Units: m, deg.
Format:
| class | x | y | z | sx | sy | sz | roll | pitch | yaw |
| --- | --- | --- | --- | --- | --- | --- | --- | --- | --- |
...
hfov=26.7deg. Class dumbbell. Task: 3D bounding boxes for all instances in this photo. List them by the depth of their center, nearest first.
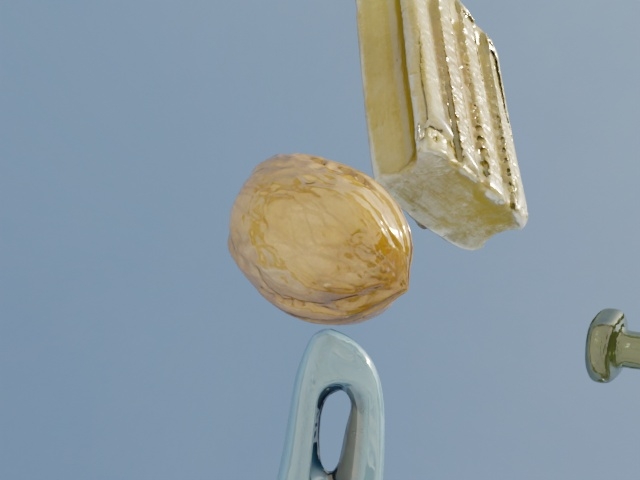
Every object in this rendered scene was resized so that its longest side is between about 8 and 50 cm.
| class | x | y | z | sx | sy | sz | roll | pitch | yaw |
| --- | --- | --- | --- | --- | --- | --- | --- | --- | --- |
| dumbbell | 0.228 | 0.073 | 0.853 | 0.118 | 0.052 | 0.046 | 7 | -70 | 29 |

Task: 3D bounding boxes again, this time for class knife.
| class | x | y | z | sx | sy | sz | roll | pitch | yaw |
| --- | --- | --- | --- | --- | --- | --- | --- | --- | --- |
| knife | -0.008 | 0.182 | 0.390 | 0.044 | 0.019 | 0.313 | 8 | -91 | -8 |

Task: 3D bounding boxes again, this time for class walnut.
| class | x | y | z | sx | sy | sz | roll | pitch | yaw |
| --- | --- | --- | --- | --- | --- | --- | --- | --- | --- |
| walnut | 0.000 | 0.000 | 1.150 | 0.180 | 0.144 | 0.144 | 34 | -91 | 31 |

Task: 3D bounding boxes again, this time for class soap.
| class | x | y | z | sx | sy | sz | roll | pitch | yaw |
| --- | --- | --- | --- | --- | --- | --- | --- | --- | --- |
| soap | 0.118 | -0.143 | 1.375 | 0.089 | 0.274 | 0.173 | -30 | -45 | 31 |
